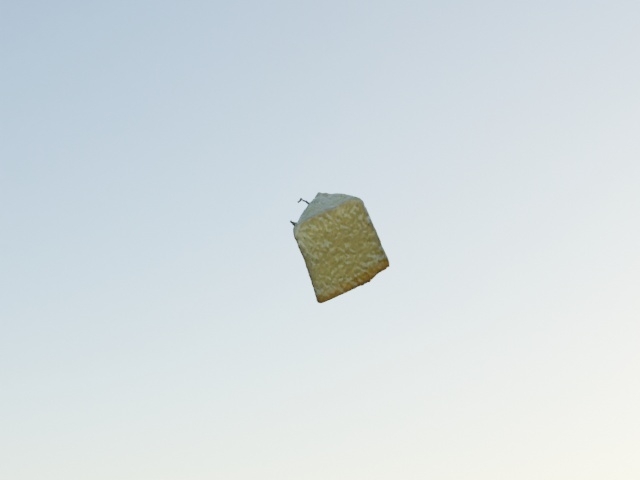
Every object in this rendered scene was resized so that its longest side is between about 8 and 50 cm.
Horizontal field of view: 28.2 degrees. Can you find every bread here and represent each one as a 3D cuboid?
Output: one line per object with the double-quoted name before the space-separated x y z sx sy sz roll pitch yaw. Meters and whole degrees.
"bread" 0.000 0.000 1.159 0.080 0.084 0.109 -25 14 -18
